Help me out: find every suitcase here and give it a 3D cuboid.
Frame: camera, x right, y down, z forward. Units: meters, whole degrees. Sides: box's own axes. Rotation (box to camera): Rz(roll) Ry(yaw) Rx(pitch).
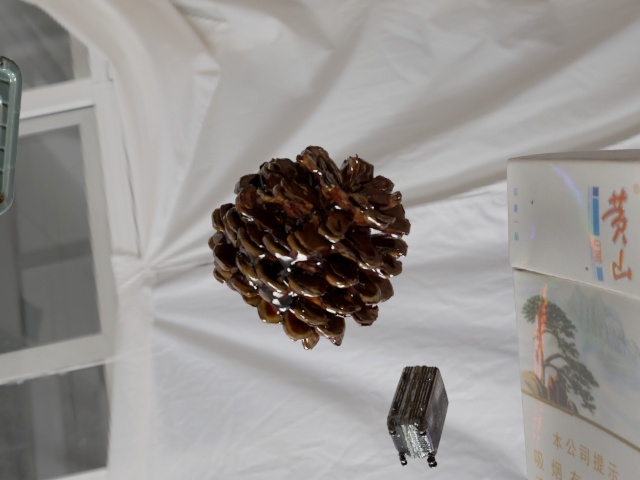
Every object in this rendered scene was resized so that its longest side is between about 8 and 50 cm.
[{"bbox_3d":[0.135,0.235,1.152,0.126,0.059,0.086,-64,-37,-47],"label":"suitcase"}]

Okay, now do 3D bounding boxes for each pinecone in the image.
[{"bbox_3d":[0.000,0.000,0.903,0.221,0.222,0.221,169,90,-89],"label":"pinecone"}]

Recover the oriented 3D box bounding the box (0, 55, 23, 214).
[{"bbox_3d":[-0.221,-0.064,0.498,0.074,0.054,0.099,0,-84,-70],"label":"box"}]

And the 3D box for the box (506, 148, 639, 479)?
[{"bbox_3d":[0.174,0.064,0.489,0.149,0.067,0.233,-167,71,-73],"label":"box"}]
